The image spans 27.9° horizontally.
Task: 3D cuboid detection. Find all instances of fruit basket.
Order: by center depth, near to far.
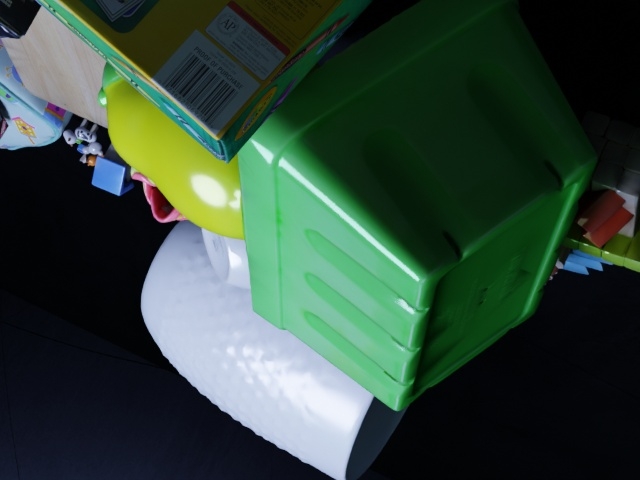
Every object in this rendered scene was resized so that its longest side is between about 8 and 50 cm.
[{"bbox_3d":[0.010,-0.073,1.067,0.392,0.283,0.392,50,163,21],"label":"fruit basket"}]

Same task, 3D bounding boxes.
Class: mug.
[{"bbox_3d":[-0.026,0.097,1.637,0.328,0.276,0.374,27,-167,15],"label":"mug"}]

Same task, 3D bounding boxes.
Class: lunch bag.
[{"bbox_3d":[-0.411,-0.212,1.503,0.279,0.108,0.224,2,144,48],"label":"lunch bag"}]

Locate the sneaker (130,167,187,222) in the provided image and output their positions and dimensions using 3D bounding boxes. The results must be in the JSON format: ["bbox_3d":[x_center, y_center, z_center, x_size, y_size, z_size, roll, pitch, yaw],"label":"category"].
[{"bbox_3d":[-0.137,-0.052,1.299,0.081,0.094,0.208,15,160,27],"label":"sneaker"}]

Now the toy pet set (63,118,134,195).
[{"bbox_3d":[-0.301,-0.104,1.717,0.114,0.065,0.122,23,162,12],"label":"toy pet set"}]

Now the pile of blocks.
[{"bbox_3d":[0.237,0.005,1.204,0.149,0.112,0.362,28,162,-4],"label":"pile of blocks"}]

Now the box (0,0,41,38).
[{"bbox_3d":[-0.258,-0.266,0.986,0.153,0.207,0.108,9,156,46],"label":"box"}]

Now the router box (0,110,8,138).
[{"bbox_3d":[-0.406,-0.160,1.414,0.092,0.038,0.122,22,155,17],"label":"router box"}]

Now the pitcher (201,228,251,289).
[{"bbox_3d":[0.000,0.000,1.270,0.207,0.177,0.125,-15,168,-19],"label":"pitcher"}]

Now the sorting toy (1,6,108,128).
[{"bbox_3d":[-0.189,-0.192,1.286,0.255,0.089,0.257,24,162,8],"label":"sorting toy"}]

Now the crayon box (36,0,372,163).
[{"bbox_3d":[-0.113,-0.205,0.844,0.278,0.165,0.081,41,173,3],"label":"crayon box"}]
